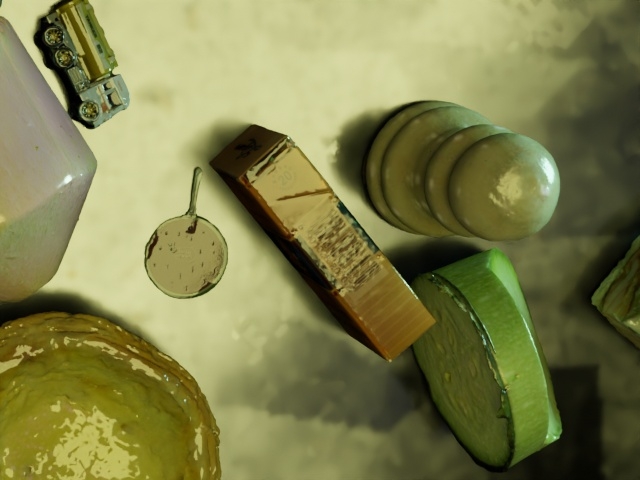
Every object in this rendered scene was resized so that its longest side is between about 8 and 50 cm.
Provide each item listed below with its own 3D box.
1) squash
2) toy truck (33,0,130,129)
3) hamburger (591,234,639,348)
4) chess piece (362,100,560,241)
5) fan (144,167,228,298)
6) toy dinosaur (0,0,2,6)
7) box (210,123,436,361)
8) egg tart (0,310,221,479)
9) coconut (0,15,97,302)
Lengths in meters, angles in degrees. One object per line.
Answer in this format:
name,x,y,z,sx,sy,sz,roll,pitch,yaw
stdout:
squash,0.182,0.116,1.882,0.133,0.220,0.220,-18,101,-9
toy truck,-0.227,-0.172,1.823,0.063,0.052,0.123,-28,101,-16
hamburger,0.410,0.081,1.981,0.207,0.135,0.155,44,86,-18
chess piece,0.146,-0.055,1.829,0.142,0.261,0.143,-3,100,-16
fan,-0.130,-0.007,1.892,0.085,0.005,0.133,6,96,-15
toy dinosaur,-0.307,-0.260,1.801,0.047,0.030,0.083,-12,99,-12
box,0.000,0.000,1.851,0.070,0.152,0.237,-39,104,-6
egg tart,-0.245,0.205,1.830,0.294,0.123,0.294,-1,94,-18
coconut,-0.325,-0.056,1.734,0.233,0.233,0.245,-28,96,-10
